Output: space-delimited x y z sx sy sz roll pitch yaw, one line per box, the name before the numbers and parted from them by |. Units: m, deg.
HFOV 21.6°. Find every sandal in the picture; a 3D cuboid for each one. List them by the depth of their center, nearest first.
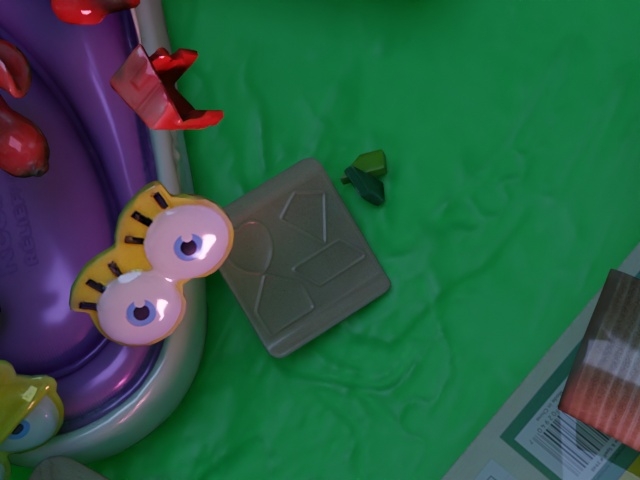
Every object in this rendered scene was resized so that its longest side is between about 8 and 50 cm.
sandal | -0.148 -0.115 0.671 0.169 0.102 0.416 -26 73 3

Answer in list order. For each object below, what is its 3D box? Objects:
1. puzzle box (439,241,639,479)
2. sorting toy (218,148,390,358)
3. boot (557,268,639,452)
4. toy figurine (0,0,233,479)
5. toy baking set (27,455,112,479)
puzzle box | 0.138 0.181 0.572 0.272 0.052 0.409 40 86 17
sorting toy | 0.000 0.000 0.655 0.083 0.012 0.062 -32 92 -16
boot | 0.181 0.001 0.550 0.152 0.073 0.197 21 84 10
toy figurine | -0.224 0.035 0.538 0.362 0.217 0.191 -43 78 18
toy baking set | -0.043 0.198 0.558 0.196 0.030 0.256 -2 76 10
